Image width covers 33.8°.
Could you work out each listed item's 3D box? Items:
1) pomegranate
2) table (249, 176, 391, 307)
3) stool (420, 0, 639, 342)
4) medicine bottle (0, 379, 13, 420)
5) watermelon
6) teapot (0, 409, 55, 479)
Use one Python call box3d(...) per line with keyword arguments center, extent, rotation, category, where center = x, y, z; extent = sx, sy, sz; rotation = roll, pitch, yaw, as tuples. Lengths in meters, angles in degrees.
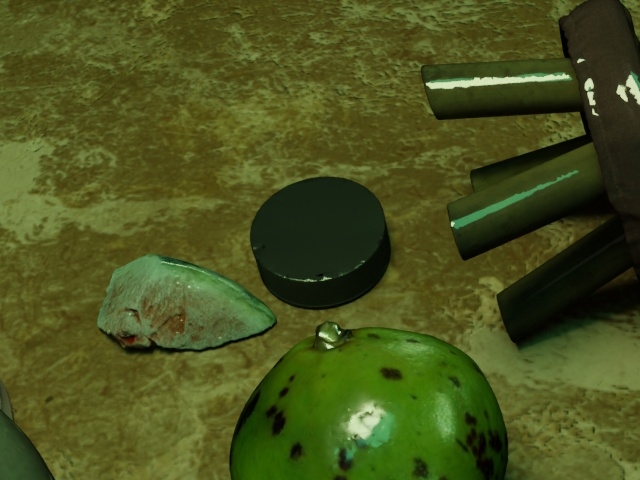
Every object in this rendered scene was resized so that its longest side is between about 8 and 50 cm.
box3d(center=(0.044, 0.183, 0.790), extent=(0.211, 0.211, 0.263), rotation=(-18, 95, -3), category="pomegranate")
box3d(center=(0.000, 0.000, 1.022), extent=(0.134, 0.043, 0.133), rotation=(-6, 50, 7), category="table")
box3d(center=(0.209, -0.056, 0.898), extent=(0.179, 0.272, 0.272), rotation=(-18, 49, 16), category="stool")
box3d(center=(-0.419, 0.130, 0.877), extent=(0.253, 0.240, 0.252), rotation=(-6, 50, 7), category="medicine bottle")
box3d(center=(-0.134, 0.058, 1.003), extent=(0.180, 0.081, 0.094), rotation=(-2, 77, 17), category="watermelon")
box3d(center=(-0.264, 0.283, 0.651), extent=(0.376, 0.361, 0.305), rotation=(-24, 54, 7), category="teapot")
